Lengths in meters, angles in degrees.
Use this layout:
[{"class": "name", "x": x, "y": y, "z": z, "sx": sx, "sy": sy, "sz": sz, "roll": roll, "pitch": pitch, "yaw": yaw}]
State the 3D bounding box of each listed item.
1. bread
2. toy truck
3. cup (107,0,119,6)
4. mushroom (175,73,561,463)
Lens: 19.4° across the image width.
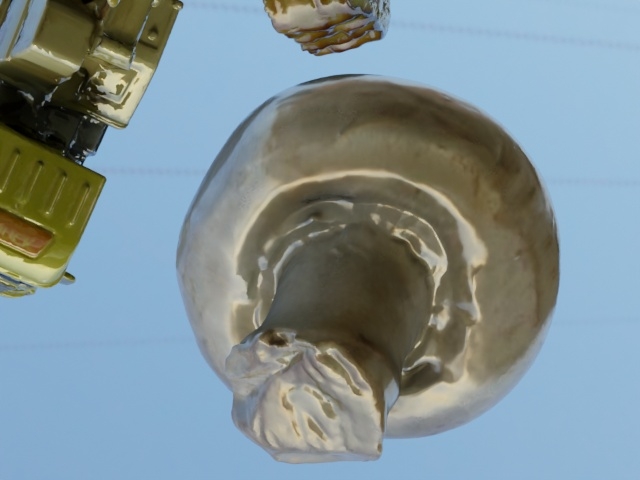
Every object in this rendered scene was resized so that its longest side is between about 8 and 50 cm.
[{"class": "bread", "x": -0.003, "y": -0.288, "z": 1.731, "sx": 0.181, "sy": 0.096, "sz": 0.222, "roll": 33, "pitch": -133, "yaw": -69}, {"class": "toy truck", "x": -0.252, "y": -0.149, "z": 1.784, "sx": 0.181, "sy": 0.254, "sz": 0.405, "roll": 26, "pitch": -100, "yaw": -19}, {"class": "cup", "x": -0.110, "y": -0.271, "z": 1.136, "sx": 0.185, "sy": 0.241, "sz": 0.226, "roll": 11, "pitch": -153, "yaw": 14}, {"class": "mushroom", "x": 0.034, "y": 0.034, "z": 1.373, "sx": 0.297, "sy": 0.297, "sz": 0.290, "roll": 35, "pitch": -153, "yaw": -12}]
